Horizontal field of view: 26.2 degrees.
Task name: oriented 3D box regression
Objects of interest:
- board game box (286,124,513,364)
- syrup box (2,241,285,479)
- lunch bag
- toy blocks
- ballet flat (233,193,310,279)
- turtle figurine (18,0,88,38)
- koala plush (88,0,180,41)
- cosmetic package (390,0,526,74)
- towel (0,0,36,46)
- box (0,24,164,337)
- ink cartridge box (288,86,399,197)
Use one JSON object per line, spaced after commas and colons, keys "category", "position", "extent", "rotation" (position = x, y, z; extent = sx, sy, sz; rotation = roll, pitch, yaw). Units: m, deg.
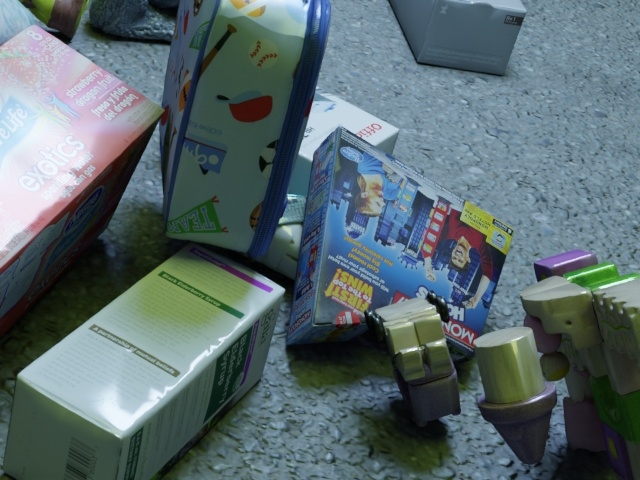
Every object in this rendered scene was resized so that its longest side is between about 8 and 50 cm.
{"category": "board game box", "position": [0.055, 0.029, 1.217], "extent": [0.194, 0.060, 0.194], "rotation": [30, 58, -11]}
{"category": "syrup box", "position": [-0.127, 0.102, 1.037], "extent": [0.096, 0.093, 0.237], "rotation": [27, 34, 16]}
{"category": "lunch bag", "position": [-0.074, -0.129, 1.171], "extent": [0.115, 0.243, 0.303], "rotation": [9, 22, -10]}
{"category": "toy blocks", "position": [0.230, 0.152, 1.046], "extent": [0.309, 0.260, 0.288], "rotation": [-16, 8, -5]}
{"category": "ballet flat", "position": [0.000, 0.000, 1.278], "extent": [0.221, 0.077, 0.079], "rotation": [0, 55, -24]}
{"category": "turtle figurine", "position": [-0.356, -0.290, 1.474], "extent": [0.217, 0.269, 0.087], "rotation": [24, 72, -11]}
{"category": "koala plush", "position": [-0.155, -0.363, 1.605], "extent": [0.203, 0.221, 0.196], "rotation": [7, 33, -15]}
{"category": "cosmetic package", "position": [0.170, -0.320, 1.800], "extent": [0.127, 0.107, 0.238], "rotation": [8, 36, -14]}
{"category": "towel", "position": [-0.443, -0.229, 1.105], "extent": [0.374, 0.090, 0.320], "rotation": [22, 9, 4]}
{"category": "box", "position": [-0.267, -0.029, 1.088], "extent": [0.142, 0.154, 0.300], "rotation": [33, 36, 1]}
{"category": "ink cartridge box", "position": [-0.038, -0.102, 1.395], "extent": [0.191, 0.082, 0.139], "rotation": [28, 34, 20]}
